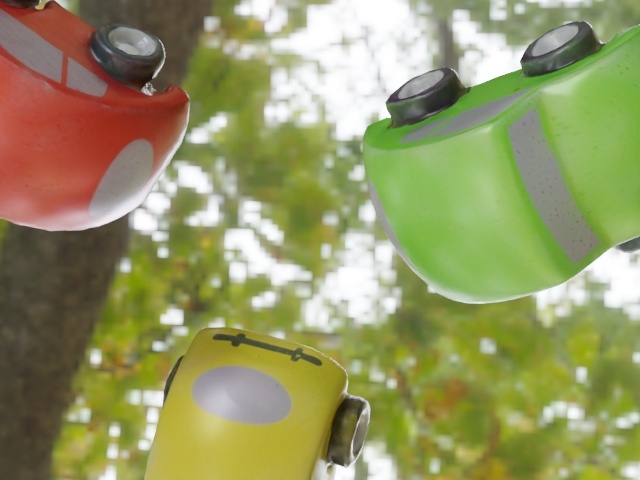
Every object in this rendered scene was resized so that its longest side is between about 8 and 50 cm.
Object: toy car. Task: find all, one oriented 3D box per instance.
[{"bbox_3d":[0.000,0.000,0.545,0.239,0.225,0.053,62,-151,-17],"label":"toy car"}]
